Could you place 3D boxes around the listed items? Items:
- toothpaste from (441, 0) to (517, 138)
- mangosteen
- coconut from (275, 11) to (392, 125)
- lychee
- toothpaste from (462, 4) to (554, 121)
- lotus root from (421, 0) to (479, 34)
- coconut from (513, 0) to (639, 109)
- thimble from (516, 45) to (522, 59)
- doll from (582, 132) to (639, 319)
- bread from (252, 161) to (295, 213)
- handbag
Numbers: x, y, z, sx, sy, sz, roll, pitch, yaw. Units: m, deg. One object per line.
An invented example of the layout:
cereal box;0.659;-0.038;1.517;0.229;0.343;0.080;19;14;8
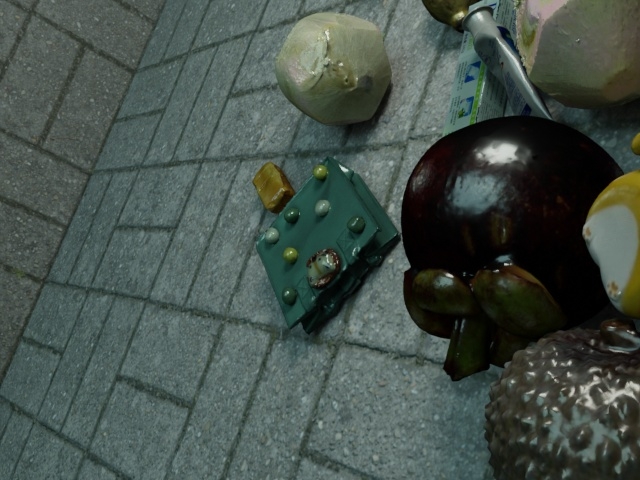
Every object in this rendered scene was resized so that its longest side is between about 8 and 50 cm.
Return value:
toothpaste;0.273;-0.261;1.391;0.081;0.067;0.336;-11;58;50
mangosteen;0.234;0.013;1.030;0.307;0.307;0.347;-5;48;51
coconut;0.032;-0.343;1.633;0.227;0.227;0.230;-60;33;3
lychee;0.314;0.219;0.836;0.300;0.300;0.300;-32;44;37
toothpaste;0.301;-0.255;1.287;0.096;0.061;0.266;96;157;-62
lotus root;0.242;-0.479;1.526;0.138;0.138;0.214;-29;57;39
coconut;0.382;-0.297;1.124;0.233;0.233;0.245;-31;41;37
thimble;0.370;-0.310;1.299;0.104;0.066;0.095;-45;35;23
doll;0.404;0.015;0.859;0.162;0.270;0.166;-41;41;38
bread;-0.104;-0.117;1.794;0.074;0.053;0.132;-49;38;19
handbag;-0.004;-0.003;1.544;0.268;0.100;0.274;-47;36;19
